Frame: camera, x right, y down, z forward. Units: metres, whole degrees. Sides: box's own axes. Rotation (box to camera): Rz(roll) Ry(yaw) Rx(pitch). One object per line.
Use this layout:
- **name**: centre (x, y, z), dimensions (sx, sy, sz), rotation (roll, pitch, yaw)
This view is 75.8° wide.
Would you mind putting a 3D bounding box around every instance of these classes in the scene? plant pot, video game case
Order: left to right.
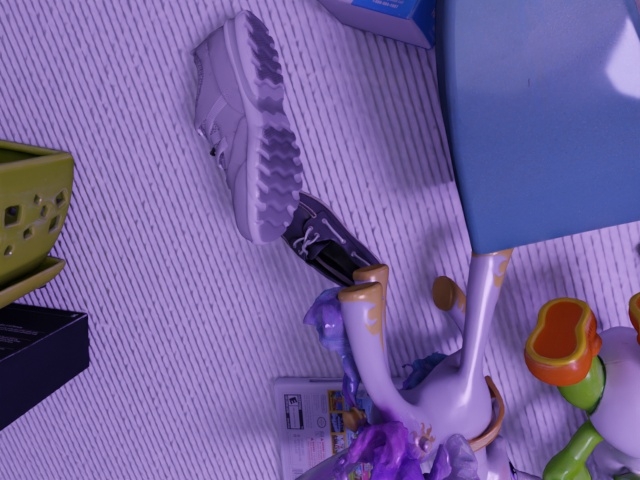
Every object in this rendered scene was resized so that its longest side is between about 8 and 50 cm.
- **plant pot**: centre (-0.489, -0.018, 0.533), dimensions (0.229, 0.227, 0.206), rotation (10, 109, 5)
- **video game case**: centre (0.041, 0.316, 0.626), dimensions (0.207, 0.026, 0.226), rotation (-3, 100, 8)
- **plant pot**: centre (0.195, -0.142, 0.391), dimensions (0.166, 0.165, 0.234), rotation (-15, 120, 20)

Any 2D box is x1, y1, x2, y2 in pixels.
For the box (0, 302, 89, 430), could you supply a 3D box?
- **box**: centre (-0.511, 0.164, 0.587), dimensions (0.262, 0.184, 0.103), rotation (6, 104, 7)

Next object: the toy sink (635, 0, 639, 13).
- **toy sink**: centre (0.384, -0.222, 0.328), dimensions (0.131, 0.234, 0.152), rotation (-6, 62, -27)

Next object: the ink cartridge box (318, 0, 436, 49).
- **ink cartridge box**: centre (0.095, -0.325, 0.433), dimensions (0.140, 0.082, 0.190), rotation (34, 104, 28)

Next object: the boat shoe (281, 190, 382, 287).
- **boat shoe**: centre (0.000, 0.000, 0.545), dimensions (0.206, 0.065, 0.075), rotation (39, 106, 0)

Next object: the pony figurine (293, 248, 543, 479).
- **pony figurine**: centre (0.103, 0.210, 0.450), dimensions (0.352, 0.303, 0.362), rotation (-14, 95, -25)

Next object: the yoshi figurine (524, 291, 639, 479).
- **yoshi figurine**: centre (0.356, 0.241, 0.450), dimensions (0.203, 0.203, 0.361), rotation (-33, 113, -5)

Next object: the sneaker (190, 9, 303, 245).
- **sneaker**: centre (-0.099, -0.130, 0.519), dimensions (0.116, 0.105, 0.280), rotation (-10, 82, 26)
